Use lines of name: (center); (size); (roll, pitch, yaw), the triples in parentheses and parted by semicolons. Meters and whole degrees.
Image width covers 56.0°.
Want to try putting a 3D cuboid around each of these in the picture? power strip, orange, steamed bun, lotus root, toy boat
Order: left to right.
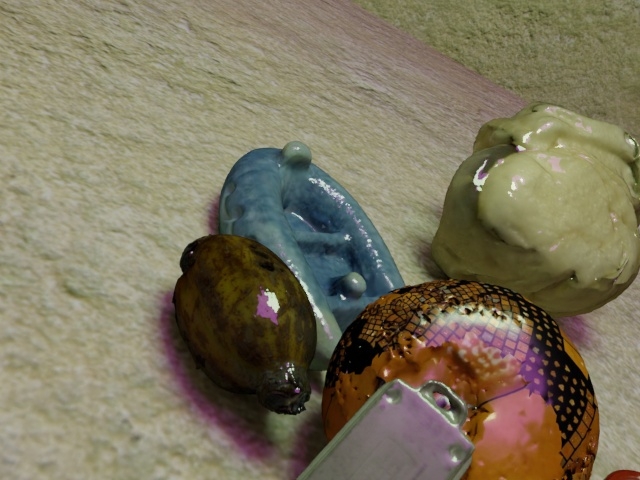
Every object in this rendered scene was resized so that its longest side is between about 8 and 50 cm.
lotus root: (-0.065, 0.072, 0.556); (0.120, 0.120, 0.209); (0, 41, -42)
power strip: (-0.006, 0.196, 0.371); (0.078, 0.052, 0.272); (40, 67, 17)
toy boat: (0.000, 0.000, 0.716); (0.215, 0.123, 0.330); (4, 42, -36)
orange: (0.117, 0.147, 0.519); (0.234, 0.182, 0.235); (-3, 63, 7)
steamed bun: (0.345, -0.042, 0.963); (0.325, 0.230, 0.372); (44, 60, -9)

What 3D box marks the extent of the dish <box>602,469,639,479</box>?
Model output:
dish: (0.295, 0.338, 0.503); (0.256, 0.117, 0.256); (22, 32, -15)
